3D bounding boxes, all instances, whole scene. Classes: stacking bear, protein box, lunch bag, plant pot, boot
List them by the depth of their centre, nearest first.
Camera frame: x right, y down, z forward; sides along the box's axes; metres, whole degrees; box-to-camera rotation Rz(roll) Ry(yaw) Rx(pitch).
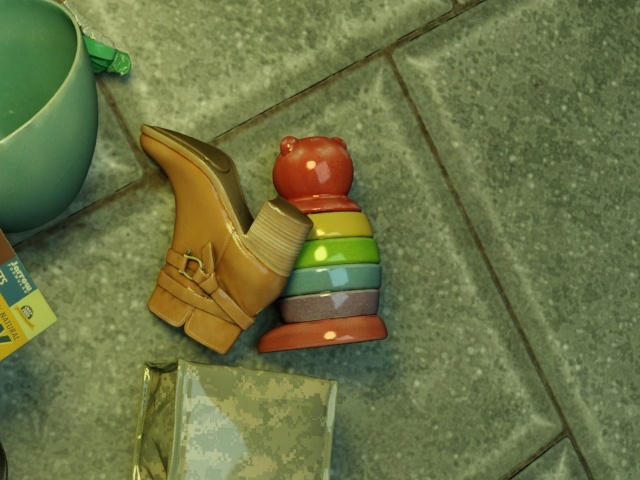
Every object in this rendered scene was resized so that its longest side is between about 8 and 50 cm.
[{"bbox_3d":[-0.450,0.101,1.375,0.201,0.200,0.136,-39,104,-38],"label":"protein box"},{"bbox_3d":[-0.382,-0.122,1.432,0.290,0.290,0.195,-46,142,-22],"label":"plant pot"},{"bbox_3d":[-0.116,0.310,1.571,0.235,0.169,0.287,10,78,-26],"label":"lunch bag"},{"bbox_3d":[-0.168,-0.005,1.605,0.283,0.109,0.220,35,105,8],"label":"boot"},{"bbox_3d":[0.000,0.000,1.663,0.175,0.164,0.289,-4,84,-27],"label":"stacking bear"}]

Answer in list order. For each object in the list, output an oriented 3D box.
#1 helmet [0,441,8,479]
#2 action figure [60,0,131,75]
[{"bbox_3d":[-0.449,0.279,1.409,0.169,0.169,0.161,-14,82,-27],"label":"helmet"},{"bbox_3d":[-0.340,-0.269,1.536,0.232,0.137,0.063,28,62,-31],"label":"action figure"}]
